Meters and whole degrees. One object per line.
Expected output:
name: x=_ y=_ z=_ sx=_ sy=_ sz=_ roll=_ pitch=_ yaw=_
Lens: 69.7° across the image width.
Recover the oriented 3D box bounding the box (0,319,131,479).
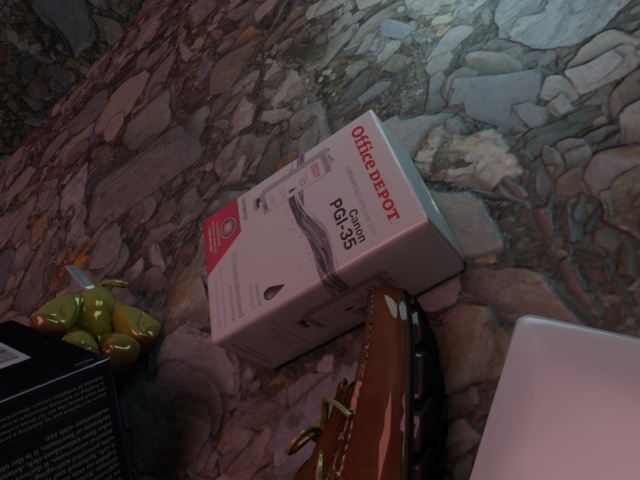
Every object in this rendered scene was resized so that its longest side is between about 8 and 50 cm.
box: x=-0.379 y=0.278 z=0.552 sx=0.297 sy=0.183 sz=0.293 roll=4 pitch=103 yaw=38

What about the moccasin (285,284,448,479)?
moccasin: x=0.030 y=0.224 z=0.410 sx=0.147 sy=0.139 sz=0.379 roll=1 pitch=72 yaw=28

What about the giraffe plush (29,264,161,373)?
giraffe plush: x=-0.390 y=0.170 z=0.749 sx=0.210 sy=0.182 sz=0.170 roll=46 pitch=116 yaw=34

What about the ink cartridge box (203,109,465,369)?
ink cartridge box: x=0.000 y=0.000 z=0.577 sx=0.283 sy=0.117 sz=0.207 roll=-31 pitch=48 yaw=17

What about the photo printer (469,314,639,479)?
photo printer: x=0.247 y=0.197 z=0.269 sx=0.308 sy=0.107 sz=0.255 roll=11 pitch=69 yaw=41
